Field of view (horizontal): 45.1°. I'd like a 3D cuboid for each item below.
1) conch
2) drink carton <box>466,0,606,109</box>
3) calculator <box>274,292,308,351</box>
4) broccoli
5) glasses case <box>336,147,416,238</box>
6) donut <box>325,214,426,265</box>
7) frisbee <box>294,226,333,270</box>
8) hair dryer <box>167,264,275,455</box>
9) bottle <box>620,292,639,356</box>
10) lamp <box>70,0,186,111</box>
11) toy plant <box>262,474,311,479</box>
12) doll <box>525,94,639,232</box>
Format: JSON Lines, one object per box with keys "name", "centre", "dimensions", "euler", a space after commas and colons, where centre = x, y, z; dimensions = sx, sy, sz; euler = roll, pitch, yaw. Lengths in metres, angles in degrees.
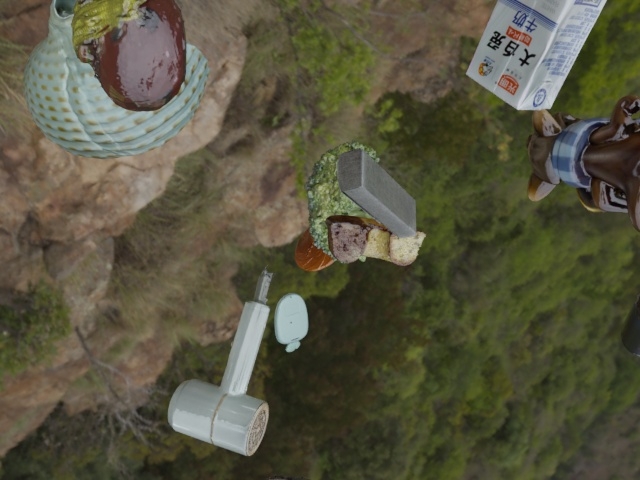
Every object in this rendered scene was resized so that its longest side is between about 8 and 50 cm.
{"name": "conch", "centre": [-0.343, -0.243, 1.255], "dimensions": [0.319, 0.303, 0.215], "euler": [59, 37, -83]}
{"name": "drink carton", "centre": [0.357, -0.370, 1.208], "dimensions": [0.106, 0.130, 0.315], "euler": [-8, 132, -39]}
{"name": "calculator", "centre": [-0.071, 0.203, 1.902], "dimensions": [0.095, 0.021, 0.153], "euler": [-15, 108, -33]}
{"name": "broccoli", "centre": [0.069, -0.088, 1.881], "dimensions": [0.235, 0.260, 0.288], "euler": [-19, 112, -20]}
{"name": "glasses case", "centre": [0.095, -0.071, 1.249], "dimensions": [0.047, 0.071, 0.205], "euler": [-12, 154, 27]}
{"name": "donut", "centre": [0.103, 0.000, 1.637], "dimensions": [0.217, 0.141, 0.085], "euler": [6, 100, -17]}
{"name": "frisbee", "centre": [0.000, 0.000, 2.177], "dimensions": [0.192, 0.192, 0.035], "euler": [-45, 127, 0]}
{"name": "hair dryer", "centre": [-0.159, 0.216, 1.489], "dimensions": [0.107, 0.173, 0.357], "euler": [45, 61, -74]}
{"name": "bottle", "centre": [0.505, 0.119, 1.171], "dimensions": [0.082, 0.072, 0.244], "euler": [-29, 156, 2]}
{"name": "lamp", "centre": [-0.233, -0.237, 0.941], "dimensions": [0.135, 0.156, 0.157], "euler": [-3, 102, -12]}
{"name": "toy plant", "centre": [-0.105, 0.386, 0.771], "dimensions": [0.247, 0.247, 0.332], "euler": [-57, 154, 14]}
{"name": "doll", "centre": [0.569, -0.163, 1.507], "dimensions": [0.209, 0.340, 0.318], "euler": [-31, 117, -27]}
